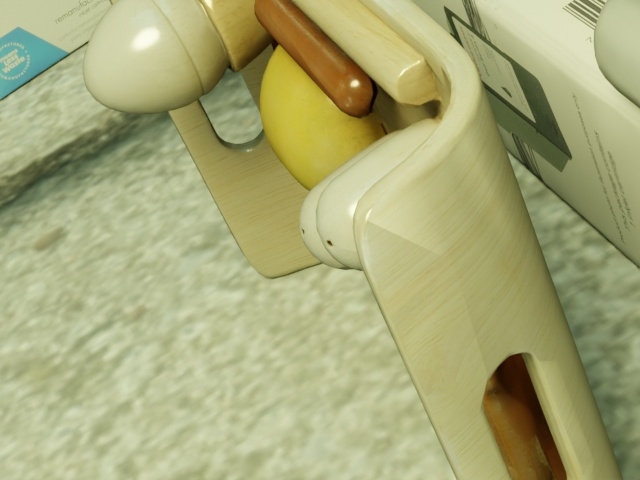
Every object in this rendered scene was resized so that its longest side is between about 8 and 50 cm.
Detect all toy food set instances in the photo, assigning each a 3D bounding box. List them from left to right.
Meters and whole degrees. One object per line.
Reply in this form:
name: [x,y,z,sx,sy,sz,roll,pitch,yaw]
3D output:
toy food set: [0.000,0.000,0.593,0.092,0.220,0.306,-29,36,-6]

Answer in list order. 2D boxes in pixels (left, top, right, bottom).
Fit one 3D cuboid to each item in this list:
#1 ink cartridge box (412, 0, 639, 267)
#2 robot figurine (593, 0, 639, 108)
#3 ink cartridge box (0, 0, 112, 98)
ink cartridge box: [0.169,-0.108,0.717,0.198,0.115,0.273,-30,36,-7]
robot figurine: [0.157,-0.171,0.491,0.199,0.300,0.353,10,16,-10]
ink cartridge box: [-0.206,-0.189,0.994,0.104,0.180,0.060,-36,36,-14]
